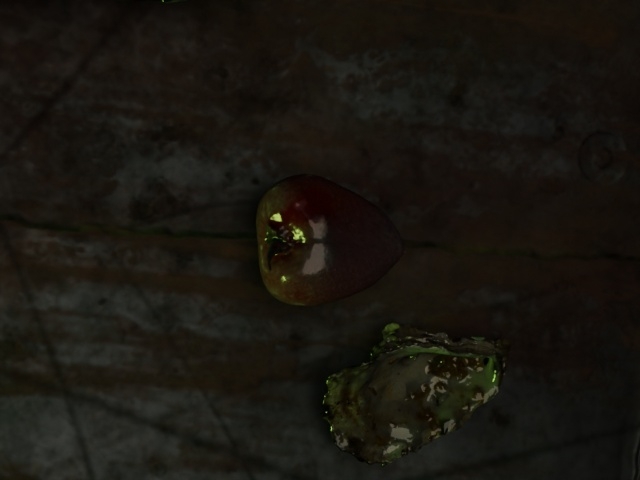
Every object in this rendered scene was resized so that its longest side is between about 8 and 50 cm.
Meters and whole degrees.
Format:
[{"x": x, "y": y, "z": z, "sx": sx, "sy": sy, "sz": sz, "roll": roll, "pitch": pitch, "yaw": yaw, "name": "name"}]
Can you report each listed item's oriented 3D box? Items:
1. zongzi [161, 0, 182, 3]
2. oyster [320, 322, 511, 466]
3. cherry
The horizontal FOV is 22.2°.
[{"x": -0.253, "y": -0.258, "z": 1.233, "sx": 0.403, "sy": 0.432, "sz": 0.208, "roll": 11, "pitch": 67, "yaw": -54, "name": "zongzi"}, {"x": 0.083, "y": 0.118, "z": 1.366, "sx": 0.177, "sy": 0.056, "sz": 0.105, "roll": -27, "pitch": 110, "yaw": -13, "name": "oyster"}, {"x": -0.002, "y": 0.005, "z": 1.322, "sx": 0.126, "sy": 0.087, "sz": 0.106, "roll": 26, "pitch": 78, "yaw": -33, "name": "cherry"}]
